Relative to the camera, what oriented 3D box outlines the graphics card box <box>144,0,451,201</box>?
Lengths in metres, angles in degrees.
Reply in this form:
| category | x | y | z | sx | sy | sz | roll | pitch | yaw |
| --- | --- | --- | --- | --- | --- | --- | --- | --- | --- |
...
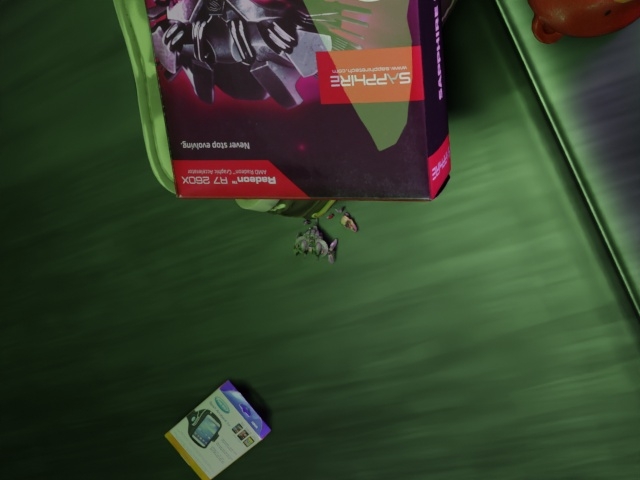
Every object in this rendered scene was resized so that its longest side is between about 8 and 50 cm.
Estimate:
| category | x | y | z | sx | sy | sz | roll | pitch | yaw |
| --- | --- | --- | --- | --- | --- | --- | --- | --- | --- |
| graphics card box | -0.023 | -0.214 | 0.718 | 0.232 | 0.094 | 0.371 | 2 | 111 | 20 |

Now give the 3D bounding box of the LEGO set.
| category | x | y | z | sx | sy | sz | roll | pitch | yaw |
| --- | --- | --- | --- | --- | --- | --- | --- | --- | --- |
| LEGO set | -0.001 | -0.003 | 0.965 | 0.054 | 0.023 | 0.083 | 40 | 121 | 8 |

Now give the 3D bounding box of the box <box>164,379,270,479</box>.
| category | x | y | z | sx | sy | sz | roll | pitch | yaw |
| --- | --- | --- | --- | --- | --- | --- | --- | --- | --- |
| box | -0.122 | 0.231 | 1.109 | 0.136 | 0.028 | 0.081 | -42 | 87 | 29 |

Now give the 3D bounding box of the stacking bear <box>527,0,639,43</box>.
| category | x | y | z | sx | sy | sz | roll | pitch | yaw |
| --- | --- | --- | --- | --- | --- | --- | --- | --- | --- |
| stacking bear | 0.202 | -0.294 | 0.679 | 0.164 | 0.175 | 0.289 | 44 | 151 | 55 |

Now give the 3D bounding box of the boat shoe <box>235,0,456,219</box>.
| category | x | y | z | sx | sy | sz | roll | pitch | yaw |
| --- | --- | --- | --- | --- | --- | --- | --- | --- | --- |
| boat shoe | 0.036 | -0.146 | 0.854 | 0.324 | 0.096 | 0.117 | -53 | 41 | 27 |

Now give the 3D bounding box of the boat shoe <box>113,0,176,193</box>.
| category | x | y | z | sx | sy | sz | roll | pitch | yaw |
| --- | --- | --- | --- | --- | --- | --- | --- | --- | --- |
| boat shoe | -0.131 | -0.212 | 0.900 | 0.127 | 0.113 | 0.340 | -9 | 93 | -4 |
